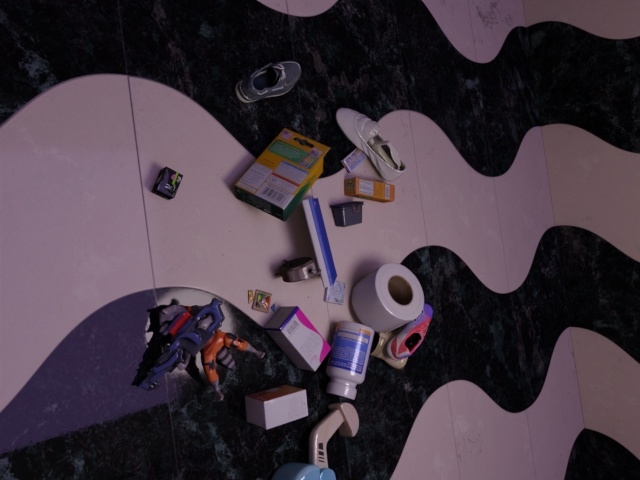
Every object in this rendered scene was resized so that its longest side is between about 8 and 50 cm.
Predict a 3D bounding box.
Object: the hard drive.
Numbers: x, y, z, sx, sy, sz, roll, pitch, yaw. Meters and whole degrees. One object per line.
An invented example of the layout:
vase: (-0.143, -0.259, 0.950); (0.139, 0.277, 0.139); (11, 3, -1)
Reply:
hard drive: (0.000, 0.000, 1.786); (0.210, 0.040, 0.319); (-43, 119, -81)

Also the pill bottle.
pill bottle: (0.106, 0.457, 1.822); (0.152, 0.152, 0.272); (29, 68, -33)

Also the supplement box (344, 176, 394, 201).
supplement box: (0.212, -0.215, 2.041); (0.233, 0.078, 0.080); (8, 82, -37)

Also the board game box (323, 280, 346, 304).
board game box: (0.058, 0.205, 1.899); (0.090, 0.020, 0.090); (17, 74, -37)

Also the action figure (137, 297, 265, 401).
action figure: (-0.391, 0.339, 1.475); (0.341, 0.178, 0.330); (-41, 105, -6)

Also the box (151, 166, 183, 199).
box: (-0.481, -0.179, 1.498); (0.062, 0.052, 0.083); (28, 69, -33)

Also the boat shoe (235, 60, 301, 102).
boat shoe: (-0.170, -0.600, 1.770); (0.319, 0.099, 0.116); (-36, 106, -36)

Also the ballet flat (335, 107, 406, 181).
ballet flat: (0.231, -0.420, 2.019); (0.400, 0.139, 0.139); (47, 59, -21)

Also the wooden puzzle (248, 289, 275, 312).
wooden puzzle: (-0.206, 0.216, 1.691); (0.116, 0.014, 0.079); (14, 76, -37)

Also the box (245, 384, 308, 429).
box: (-0.149, 0.560, 1.618); (0.170, 0.130, 0.091); (-3, 87, -39)

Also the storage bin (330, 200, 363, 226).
storage bin: (0.118, -0.107, 1.948); (0.135, 0.098, 0.091); (-15, 104, -39)

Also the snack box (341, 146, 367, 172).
snack box: (0.159, -0.364, 2.052); (0.178, 0.022, 0.064); (-45, 111, -33)

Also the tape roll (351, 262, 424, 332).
tape roll: (0.272, 0.231, 1.927); (0.246, 0.169, 0.246); (17, 55, -25)

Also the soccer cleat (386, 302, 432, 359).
soccer cleat: (0.398, 0.372, 1.970); (0.318, 0.116, 0.109); (-41, 100, -36)

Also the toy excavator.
toy excavator: (-0.023, 0.813, 1.655); (0.433, 0.222, 0.445); (8, 71, -39)

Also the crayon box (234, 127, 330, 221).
crayon box: (-0.128, -0.239, 1.697); (0.203, 0.083, 0.323); (26, 61, 15)

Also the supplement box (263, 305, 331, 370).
supplement box: (-0.081, 0.351, 1.711); (0.220, 0.114, 0.111); (54, 55, -19)

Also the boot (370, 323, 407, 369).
boot: (0.299, 0.391, 2.026); (0.203, 0.095, 0.262); (31, 68, -30)

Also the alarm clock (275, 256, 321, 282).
alarm clock: (-0.067, 0.102, 1.702); (0.129, 0.192, 0.064); (-25, 110, -39)
